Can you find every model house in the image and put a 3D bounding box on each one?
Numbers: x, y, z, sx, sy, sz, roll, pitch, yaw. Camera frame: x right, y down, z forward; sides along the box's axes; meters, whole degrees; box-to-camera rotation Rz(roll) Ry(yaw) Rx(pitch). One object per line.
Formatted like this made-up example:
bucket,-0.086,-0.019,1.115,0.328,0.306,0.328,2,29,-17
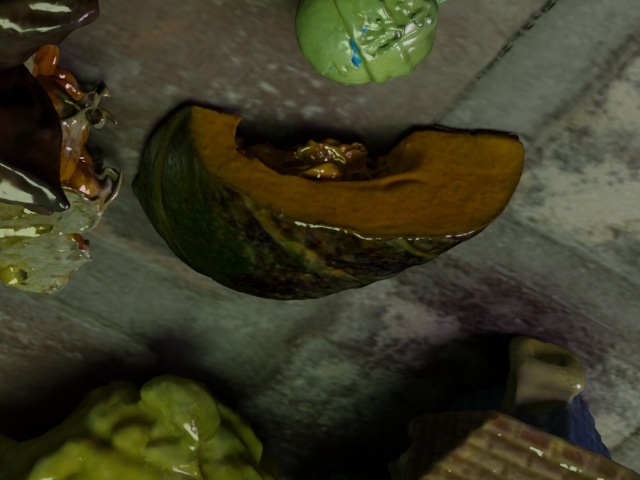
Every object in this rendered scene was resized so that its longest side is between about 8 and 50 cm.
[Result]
model house,0.113,0.223,1.449,0.261,0.321,0.266,23,113,-2

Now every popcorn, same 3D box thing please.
popcorn,-0.151,0.235,1.448,0.250,0.235,0.242,-31,114,4

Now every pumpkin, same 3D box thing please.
pumpkin,0.003,0.003,1.321,0.278,0.111,0.163,3,139,-14

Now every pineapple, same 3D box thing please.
pineapple,-0.228,-0.044,1.232,0.186,0.114,0.236,-5,138,-4

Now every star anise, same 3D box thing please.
star anise,-0.255,-0.135,1.069,0.315,0.108,0.315,12,114,28

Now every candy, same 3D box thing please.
candy,0.139,-0.195,1.176,0.335,0.092,0.093,-24,97,4
